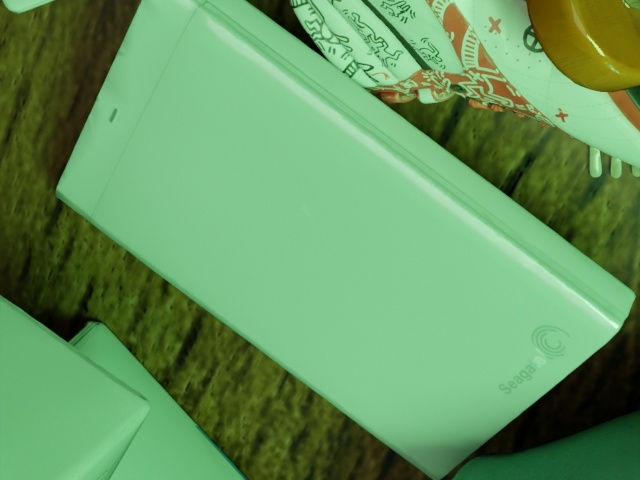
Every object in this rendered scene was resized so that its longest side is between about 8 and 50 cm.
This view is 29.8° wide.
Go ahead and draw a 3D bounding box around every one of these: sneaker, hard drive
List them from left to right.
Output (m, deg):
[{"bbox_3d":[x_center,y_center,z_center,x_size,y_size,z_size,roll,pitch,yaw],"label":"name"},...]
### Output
[{"bbox_3d":[0.000,0.000,0.711,0.307,0.040,0.203,37,136,0],"label":"hard drive"},{"bbox_3d":[0.104,-0.102,0.637,0.270,0.090,0.145,35,155,-9],"label":"sneaker"}]

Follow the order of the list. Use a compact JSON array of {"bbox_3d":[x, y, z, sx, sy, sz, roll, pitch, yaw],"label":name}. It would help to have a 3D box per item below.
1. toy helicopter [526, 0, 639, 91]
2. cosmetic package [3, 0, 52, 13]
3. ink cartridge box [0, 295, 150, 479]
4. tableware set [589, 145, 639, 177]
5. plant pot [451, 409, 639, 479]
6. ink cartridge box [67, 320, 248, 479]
[{"bbox_3d":[0.182,-0.250,0.524,0.140,0.235,0.355,-11,99,60],"label":"toy helicopter"},{"bbox_3d":[-0.105,-0.238,0.617,0.151,0.151,0.184,-18,104,21],"label":"cosmetic package"},{"bbox_3d":[-0.294,0.239,0.642,0.166,0.285,0.395,34,114,7],"label":"ink cartridge box"},{"bbox_3d":[0.195,-0.101,0.658,0.104,0.024,0.154,0,110,15],"label":"tableware set"},{"bbox_3d":[0.203,0.211,0.660,0.255,0.271,0.272,-6,110,32],"label":"plant pot"},{"bbox_3d":[-0.202,0.242,0.845,0.307,0.129,0.223,-40,96,25],"label":"ink cartridge box"}]
